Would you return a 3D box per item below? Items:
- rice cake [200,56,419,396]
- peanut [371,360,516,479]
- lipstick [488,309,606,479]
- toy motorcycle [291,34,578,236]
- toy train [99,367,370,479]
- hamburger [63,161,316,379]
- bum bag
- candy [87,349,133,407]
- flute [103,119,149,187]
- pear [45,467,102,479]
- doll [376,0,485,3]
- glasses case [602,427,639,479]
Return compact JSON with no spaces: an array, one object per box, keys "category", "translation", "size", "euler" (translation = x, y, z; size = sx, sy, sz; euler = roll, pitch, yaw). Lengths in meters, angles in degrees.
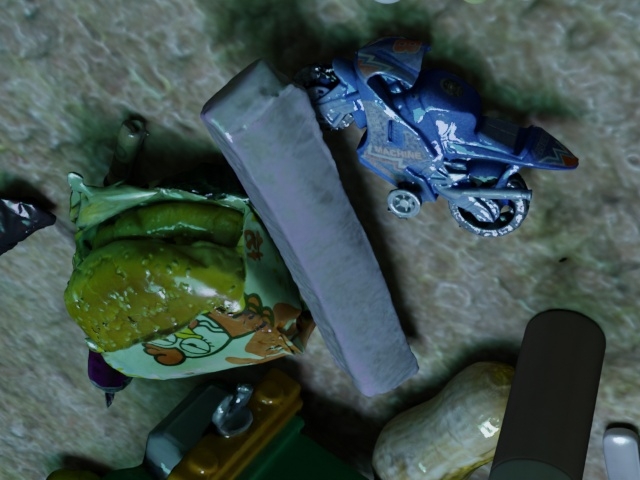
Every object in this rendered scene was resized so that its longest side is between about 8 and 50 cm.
[{"category":"rice cake","translation":[0.000,0.000,1.056],"size":[0.056,0.072,0.365],"euler":[41,165,43]},{"category":"peanut","translation":[0.114,0.175,1.199],"size":[0.087,0.087,0.206],"euler":[34,134,-12]},{"category":"lipstick","translation":[0.172,0.167,1.046],"size":[0.070,0.254,0.070],"euler":[11,135,12]},{"category":"toy motorcycle","translation":[0.079,-0.082,0.979],"size":[0.205,0.076,0.114],"euler":[33,132,-6]},{"category":"toy train","translation":[-0.077,0.299,1.292],"size":[0.249,0.178,0.429],"euler":[31,135,16]},{"category":"hamburger","translation":[-0.128,0.028,1.125],"size":[0.214,0.125,0.235],"euler":[-15,139,21]},{"category":"bum bag","translation":[-0.293,-0.012,1.221],"size":[0.058,0.034,0.124],"euler":[32,137,-30]},{"category":"candy","translation":[-0.199,0.102,1.286],"size":[0.043,0.045,0.175],"euler":[33,137,18]},{"category":"flute","translation":[-0.185,-0.021,1.175],"size":[0.027,0.027,0.233],"euler":[23,136,-1]},{"category":"pear","translation":[-0.261,0.290,1.462],"size":[0.092,0.092,0.097],"euler":[-32,98,40]},{"category":"doll","translation":[0.083,-0.200,0.871],"size":[0.162,0.062,0.106],"euler":[-3,126,24]},{"category":"glasses case","translation":[0.273,0.199,1.204],"size":[0.032,0.021,0.083],"euler":[-3,131,21]}]
